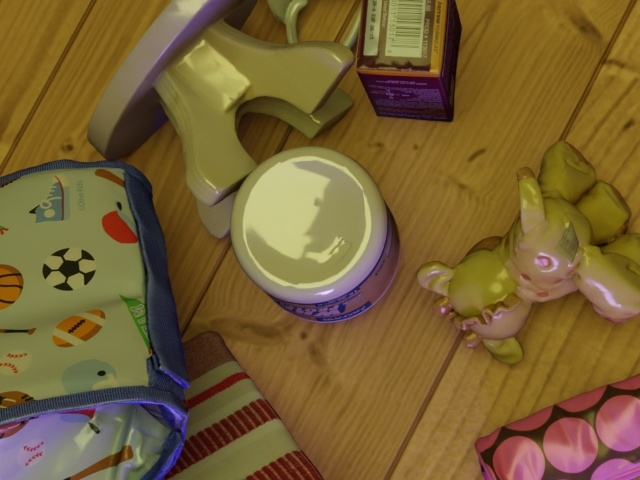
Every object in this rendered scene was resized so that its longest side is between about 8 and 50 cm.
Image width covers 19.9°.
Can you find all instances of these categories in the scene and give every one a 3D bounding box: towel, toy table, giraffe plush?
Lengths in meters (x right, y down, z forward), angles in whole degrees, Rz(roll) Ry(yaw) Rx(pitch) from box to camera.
[{"bbox_3d":[-0.134,0.230,1.666,0.237,0.037,0.329,-30,39,-9],"label":"towel"},{"bbox_3d":[-0.090,-0.134,1.745,0.161,0.274,0.252,44,50,7],"label":"toy table"},{"bbox_3d":[0.196,0.030,1.716,0.170,0.210,0.181,-38,79,29],"label":"giraffe plush"}]

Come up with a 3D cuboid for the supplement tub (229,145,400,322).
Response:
[{"bbox_3d":[0.000,0.000,1.715,0.144,0.199,0.144,-1,79,8],"label":"supplement tub"}]

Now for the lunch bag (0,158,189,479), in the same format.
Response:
[{"bbox_3d":[-0.296,0.129,1.640,0.385,0.239,0.328,-30,42,12],"label":"lunch bag"}]

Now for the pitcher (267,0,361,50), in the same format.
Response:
[{"bbox_3d":[0.028,-0.286,1.814,0.207,0.125,0.178,-30,96,12],"label":"pitcher"}]

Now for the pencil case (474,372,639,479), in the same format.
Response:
[{"bbox_3d":[0.255,0.195,1.703,0.209,0.095,0.098,-25,43,5],"label":"pencil case"}]

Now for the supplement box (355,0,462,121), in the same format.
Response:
[{"bbox_3d":[0.086,-0.186,1.742,0.081,0.188,0.104,4,81,9],"label":"supplement box"}]
